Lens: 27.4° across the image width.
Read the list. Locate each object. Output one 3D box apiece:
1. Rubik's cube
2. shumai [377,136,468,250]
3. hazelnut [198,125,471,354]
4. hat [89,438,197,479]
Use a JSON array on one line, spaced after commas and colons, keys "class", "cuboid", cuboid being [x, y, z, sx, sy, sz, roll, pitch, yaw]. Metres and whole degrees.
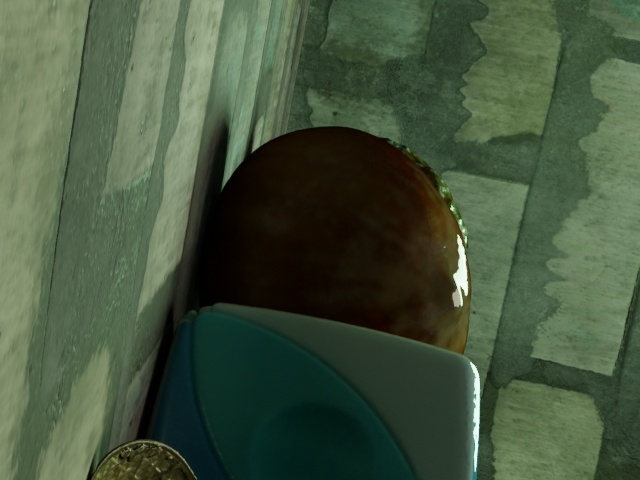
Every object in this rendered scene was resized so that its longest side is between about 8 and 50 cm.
[{"class": "Rubik's cube", "cuboid": [-0.025, 0.305, 1.439, 0.352, 0.347, 0.351, 100, 1, -60]}, {"class": "shumai", "cuboid": [0.000, 0.000, 2.029, 0.348, 0.395, 0.395, 10, 91, -66]}, {"class": "hazelnut", "cuboid": [0.021, 0.039, 1.660, 0.366, 0.366, 0.365, 11, 90, -90]}, {"class": "hat", "cuboid": [-0.163, 0.238, 1.070, 0.146, 0.067, 0.146, 22, 62, -49]}]
